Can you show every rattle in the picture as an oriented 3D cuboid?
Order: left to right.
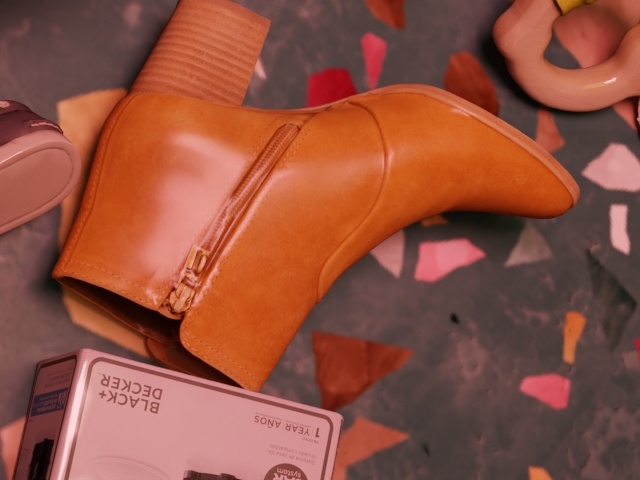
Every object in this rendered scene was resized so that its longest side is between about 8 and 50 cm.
[{"bbox_3d":[0.192,-0.149,1.276,0.199,0.143,0.130,21,105,-38],"label":"rattle"}]

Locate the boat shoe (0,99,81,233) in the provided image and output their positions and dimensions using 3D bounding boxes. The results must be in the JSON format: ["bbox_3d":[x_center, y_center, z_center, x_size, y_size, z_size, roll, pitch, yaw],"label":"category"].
[{"bbox_3d":[-0.238,-0.023,1.037,0.206,0.075,0.065,-23,49,-22],"label":"boat shoe"}]

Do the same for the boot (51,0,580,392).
[{"bbox_3d":[0.000,0.000,1.122,0.295,0.104,0.211,23,74,-14],"label":"boot"}]

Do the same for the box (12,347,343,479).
[{"bbox_3d":[-0.101,0.221,1.038,0.169,0.087,0.290,16,75,-24],"label":"box"}]
